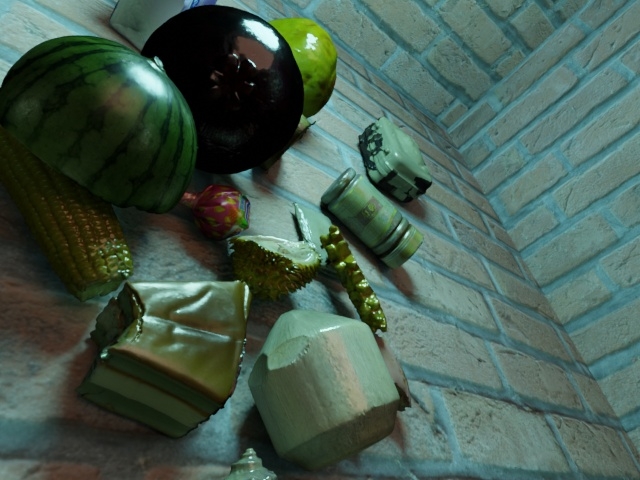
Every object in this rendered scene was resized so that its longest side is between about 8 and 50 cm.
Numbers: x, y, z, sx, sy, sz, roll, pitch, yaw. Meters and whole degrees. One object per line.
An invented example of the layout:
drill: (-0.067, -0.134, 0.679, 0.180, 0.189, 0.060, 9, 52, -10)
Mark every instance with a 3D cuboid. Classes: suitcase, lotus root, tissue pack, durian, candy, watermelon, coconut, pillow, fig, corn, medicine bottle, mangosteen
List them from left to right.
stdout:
corn: (-0.415, -0.063, 0.739, 0.345, 0.131, 0.131, 56, 31, 9)
watermelon: (-0.320, -0.209, 0.763, 0.330, 0.189, 0.331, 38, 23, -20)
candy: (-0.313, -0.096, 0.939, 0.365, 0.124, 0.124, 18, 40, -29)
tissue pack: (-0.431, -0.708, 1.354, 0.160, 0.242, 0.338, 40, 31, -17)
mangosteen: (-0.240, -0.347, 1.105, 0.382, 0.382, 0.435, 35, -1, -21)
durian: (-0.104, 0.056, 1.000, 0.249, 0.182, 0.138, -9, 98, -59)
lotus root: (-0.118, -0.276, 1.321, 0.074, 0.260, 0.170, 41, 62, -11)
fig: (-0.115, -0.568, 1.542, 0.343, 0.343, 0.344, 32, 33, -25)
coconut: (-0.001, 0.243, 0.802, 0.237, 0.237, 0.266, 3, 59, -51)
pillow: (0.000, 0.000, 1.273, 0.148, 0.050, 0.230, 25, 34, -40)
medicine bottle: (0.161, -0.072, 1.459, 0.322, 0.151, 0.151, 43, 30, -7)
suitcase: (0.340, -0.336, 1.959, 0.339, 0.194, 0.352, 30, 35, -32)

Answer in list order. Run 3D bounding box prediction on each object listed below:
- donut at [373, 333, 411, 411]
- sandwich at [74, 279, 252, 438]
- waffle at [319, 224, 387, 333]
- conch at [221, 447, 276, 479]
donut: (0.094, 0.291, 1.016, 0.232, 0.085, 0.199, 14, 44, -43)
sandwich: (-0.232, 0.138, 0.704, 0.198, 0.155, 0.228, 34, 32, -22)
waffle: (0.076, 0.101, 1.066, 0.260, 0.068, 0.293, 62, 3, 12)
conch: (-0.072, 0.402, 0.599, 0.162, 0.178, 0.246, -3, 66, -6)
